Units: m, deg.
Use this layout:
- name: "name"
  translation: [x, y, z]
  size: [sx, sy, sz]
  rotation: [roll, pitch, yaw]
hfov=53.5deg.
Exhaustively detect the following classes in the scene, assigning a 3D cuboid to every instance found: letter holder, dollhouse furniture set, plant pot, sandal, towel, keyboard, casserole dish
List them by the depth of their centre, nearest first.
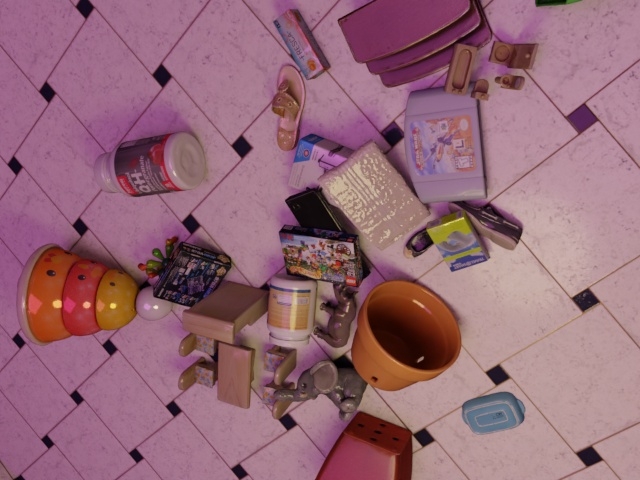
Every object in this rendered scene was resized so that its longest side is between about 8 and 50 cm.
- name: "dollhouse furniture set"
  translation: [0.392, -0.399, 1.475]
  size: [0.151, 0.123, 0.144]
  rotation: [9, 105, -11]
- name: "letter holder"
  translation: [0.235, -0.505, 1.537]
  size: [0.302, 0.152, 0.214]
  rotation: [-19, 101, 28]
- name: "towel"
  translation: [0.148, -0.117, 1.700]
  size: [0.187, 0.049, 0.282]
  rotation: [-36, 113, 12]
- name: "plant pot"
  translation: [0.214, 0.283, 1.762]
  size: [0.291, 0.291, 0.203]
  rotation: [38, 136, 8]
- name: "sandal"
  translation: [-0.098, -0.364, 1.770]
  size: [0.088, 0.079, 0.239]
  rotation: [11, 111, 20]
- name: "casserole dish"
  translation: [0.496, 0.506, 1.834]
  size: [0.189, 0.037, 0.114]
  rotation: [-23, 98, 27]
- name: "keyboard"
  translation: [0.000, 0.000, 1.841]
  size: [0.202, 0.033, 0.317]
  rotation: [-17, 114, 37]
- name: "plant pot"
  translation: [0.146, 0.686, 1.935]
  size: [0.267, 0.267, 0.235]
  rotation: [17, 102, 18]
- name: "dollhouse furniture set"
  translation: [-0.289, 0.367, 2.003]
  size: [0.362, 0.256, 0.393]
  rotation: [12, 112, 20]

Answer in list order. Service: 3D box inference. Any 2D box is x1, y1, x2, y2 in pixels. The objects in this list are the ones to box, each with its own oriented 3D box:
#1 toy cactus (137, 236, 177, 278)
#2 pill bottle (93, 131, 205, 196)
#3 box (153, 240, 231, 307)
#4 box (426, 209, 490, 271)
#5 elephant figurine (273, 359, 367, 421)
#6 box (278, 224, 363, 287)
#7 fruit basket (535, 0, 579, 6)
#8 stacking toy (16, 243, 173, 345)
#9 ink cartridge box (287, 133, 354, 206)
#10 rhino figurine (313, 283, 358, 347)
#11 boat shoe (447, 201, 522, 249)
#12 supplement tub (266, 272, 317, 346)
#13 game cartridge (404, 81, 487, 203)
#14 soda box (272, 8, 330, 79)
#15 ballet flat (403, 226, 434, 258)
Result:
- name: "toy cactus"
  translation: [-0.488, 0.088, 2.100]
  size: [0.219, 0.112, 0.180]
  rotation: [-31, 112, 26]
- name: "pill bottle"
  translation: [-0.531, -0.226, 1.951]
  size: [0.319, 0.176, 0.176]
  rotation: [-5, 105, 25]
- name: "box"
  translation: [-0.412, 0.118, 2.035]
  size: [0.175, 0.051, 0.220]
  rotation: [20, 122, -27]
- name: "box"
  translation: [0.367, 0.010, 1.681]
  size: [0.109, 0.042, 0.178]
  rotation: [-21, 120, 27]
- name: "elephant figurine"
  translation: [0.012, 0.434, 1.941]
  size: [0.240, 0.186, 0.169]
  rotation: [29, 132, 3]
- name: "box"
  translation: [0.003, 0.044, 1.822]
  size: [0.233, 0.044, 0.159]
  rotation: [8, 128, 24]
- name: "fruit basket"
  translation: [0.455, -0.620, 1.276]
  size: [0.392, 0.392, 0.282]
  rotation: [7, 110, 21]
- name: "stacking toy"
  translation: [-0.738, 0.195, 2.167]
  size: [0.481, 0.350, 0.350]
  rotation: [3, 110, 3]
- name: "ink cartridge box"
  translation: [0.029, -0.190, 1.770]
  size: [0.203, 0.086, 0.148]
  rotation: [24, 116, 15]
- name: "rhino figurine"
  translation: [0.055, 0.219, 1.906]
  size: [0.106, 0.073, 0.243]
  rotation: [24, 117, 21]
- name: "boat shoe"
  translation: [0.433, -0.053, 1.668]
  size: [0.206, 0.075, 0.065]
  rotation: [34, 75, 16]
- name: "supplement tub"
  translation: [-0.086, 0.207, 1.905]
  size: [0.145, 0.144, 0.199]
  rotation: [8, 98, 21]
- name: "game cartridge"
  translation: [0.318, -0.245, 1.636]
  size: [0.198, 0.062, 0.297]
  rotation: [-5, 102, 20]
- name: "soda box"
  translation: [-0.049, -0.525, 1.705]
  size: [0.063, 0.058, 0.183]
  rotation: [-28, 94, 29]
- name: "ballet flat"
  translation: [0.290, -0.006, 1.740]
  size: [0.173, 0.049, 0.057]
  rotation: [-41, 88, 29]
